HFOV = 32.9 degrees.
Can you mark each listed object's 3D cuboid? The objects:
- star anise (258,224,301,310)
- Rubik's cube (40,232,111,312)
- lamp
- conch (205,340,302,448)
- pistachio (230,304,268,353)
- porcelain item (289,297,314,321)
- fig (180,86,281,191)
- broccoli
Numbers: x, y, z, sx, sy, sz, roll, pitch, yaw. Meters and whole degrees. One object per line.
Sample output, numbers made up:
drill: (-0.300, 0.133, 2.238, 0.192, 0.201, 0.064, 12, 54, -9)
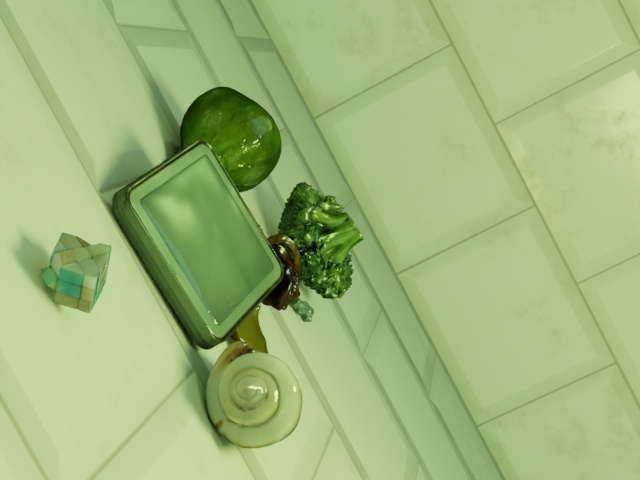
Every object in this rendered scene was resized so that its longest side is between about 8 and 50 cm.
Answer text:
star anise: (-0.109, 0.028, 1.903, 0.190, 0.126, 0.220, 40, 8, 4)
Rubik's cube: (-0.288, 0.034, 1.264, 0.073, 0.075, 0.084, 15, 22, -4)
lamp: (-0.178, -0.001, 1.665, 0.269, 0.047, 0.266, 60, 32, -10)
conch: (-0.099, 0.245, 1.562, 0.158, 0.127, 0.255, 36, -22, 21)
pistachio: (-0.136, 0.118, 1.772, 0.089, 0.049, 0.173, -13, 77, -55)
porcelain item: (-0.037, 0.139, 2.206, 0.083, 0.028, 0.036, 52, 33, -47)
fig: (-0.194, -0.156, 1.963, 0.235, 0.203, 0.203, -45, 113, -36)
broccoli: (-0.002, 0.003, 2.306, 0.226, 0.176, 0.198, 45, 16, 24)
